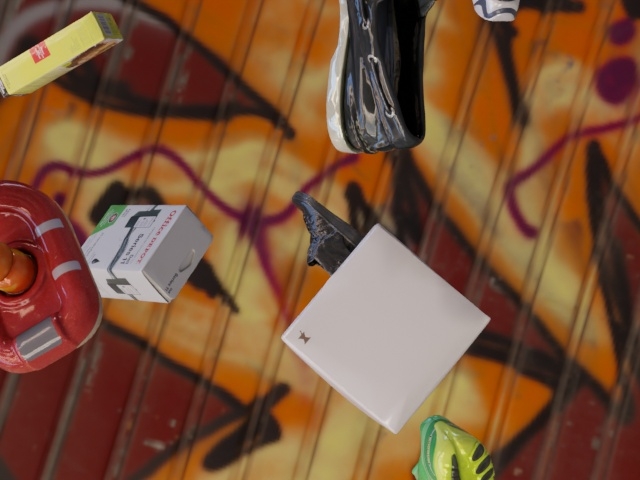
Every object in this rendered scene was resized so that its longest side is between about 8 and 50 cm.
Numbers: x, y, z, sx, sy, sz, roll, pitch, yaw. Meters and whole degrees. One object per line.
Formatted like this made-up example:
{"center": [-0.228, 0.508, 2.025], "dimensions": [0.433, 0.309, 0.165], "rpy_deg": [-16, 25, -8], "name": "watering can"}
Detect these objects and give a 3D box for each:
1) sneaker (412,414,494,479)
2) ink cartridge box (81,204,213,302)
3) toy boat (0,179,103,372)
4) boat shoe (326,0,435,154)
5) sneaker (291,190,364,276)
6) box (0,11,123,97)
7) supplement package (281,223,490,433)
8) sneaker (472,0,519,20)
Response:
{"center": [0.206, 0.370, 1.616], "dimensions": [0.123, 0.109, 0.295], "rpy_deg": [-127, 22, -51], "name": "sneaker"}
{"center": [-0.306, 0.020, 1.853], "dimensions": [0.208, 0.087, 0.153], "rpy_deg": [1, 50, 42], "name": "ink cartridge box"}
{"center": [-0.362, 0.032, 1.257], "dimensions": [0.231, 0.151, 0.151], "rpy_deg": [61, -175, 23], "name": "toy boat"}
{"center": [0.081, -0.260, 1.192], "dimensions": [0.127, 0.113, 0.340], "rpy_deg": [-4, -77, -55], "name": "boat shoe"}
{"center": [0.001, 0.001, 1.656], "dimensions": [0.089, 0.170, 0.051], "rpy_deg": [-52, -25, -5], "name": "sneaker"}
{"center": [-0.481, -0.338, 1.990], "dimensions": [0.058, 0.232, 0.087], "rpy_deg": [64, -162, -2], "name": "box"}
{"center": [0.075, 0.118, 1.364], "dimensions": [0.177, 0.175, 0.293], "rpy_deg": [-49, -6, -5], "name": "supplement package"}
{"center": [0.284, -0.498, 1.887], "dimensions": [0.235, 0.094, 0.153], "rpy_deg": [-108, 23, -49], "name": "sneaker"}
